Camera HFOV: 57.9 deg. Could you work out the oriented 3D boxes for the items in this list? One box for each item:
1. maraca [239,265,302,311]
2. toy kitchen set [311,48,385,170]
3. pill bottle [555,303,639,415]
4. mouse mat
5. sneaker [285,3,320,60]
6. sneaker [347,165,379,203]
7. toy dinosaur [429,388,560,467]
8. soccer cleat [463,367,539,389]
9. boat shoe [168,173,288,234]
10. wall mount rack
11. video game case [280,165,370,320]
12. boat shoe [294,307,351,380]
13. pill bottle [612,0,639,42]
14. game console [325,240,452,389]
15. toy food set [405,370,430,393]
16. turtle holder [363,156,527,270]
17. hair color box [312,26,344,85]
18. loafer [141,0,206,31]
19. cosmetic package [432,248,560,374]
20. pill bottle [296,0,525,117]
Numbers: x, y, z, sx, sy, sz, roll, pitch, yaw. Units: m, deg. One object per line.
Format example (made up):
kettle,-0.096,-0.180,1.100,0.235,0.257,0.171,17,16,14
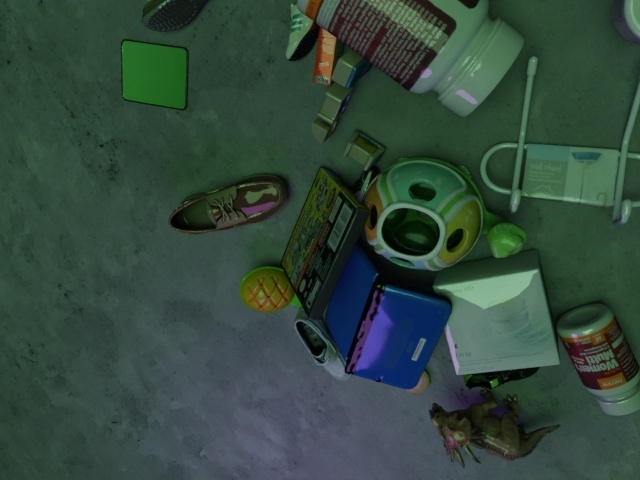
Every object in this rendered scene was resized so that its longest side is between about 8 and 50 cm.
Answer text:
maraca,-0.114,0.124,1.473,0.186,0.099,0.127,-1,112,-8
toy kitchen set,0.098,-0.290,1.267,0.166,0.122,0.207,33,135,5
pill bottle,0.611,0.258,1.253,0.121,0.121,0.221,-25,98,24
mouse mat,-0.414,-0.412,1.440,0.190,0.007,0.152,13,111,16
sneaker,-0.041,-0.476,1.271,0.075,0.057,0.161,43,118,20
sneaker,0.072,-0.099,1.348,0.077,0.072,0.178,30,110,19
toy dinosaur,0.396,0.454,1.350,0.296,0.200,0.127,13,111,14
soccer cleat,0.426,0.318,1.364,0.179,0.072,0.060,-19,101,23
boat shoe,-0.232,-0.076,1.430,0.325,0.116,0.123,-17,102,23
wall mount rack,0.502,-0.190,1.140,0.351,0.130,0.303,7,87,15
video game case,0.000,0.000,1.311,0.035,0.248,0.274,13,111,-26
boat shoe,0.001,0.280,1.489,0.079,0.081,0.227,-28,101,25
pill bottle,0.571,-0.400,0.983,0.131,0.229,0.131,6,109,17
game console,0.145,0.170,1.356,0.251,0.173,0.293,16,126,1
toy food set,0.235,0.352,1.469,0.083,0.020,0.082,-25,99,24
turtle holder,0.236,-0.029,1.225,0.320,0.227,0.243,40,115,3
hair color box,0.021,-0.411,1.255,0.043,0.072,0.141,13,111,14
loafer,-0.309,-0.573,1.314,0.251,0.094,0.087,-32,71,16
cosmetic package,0.392,0.160,1.287,0.224,0.138,0.224,-12,102,22
pill bottle,0.172,-0.424,1.104,0.392,0.224,0.224,35,116,-5
